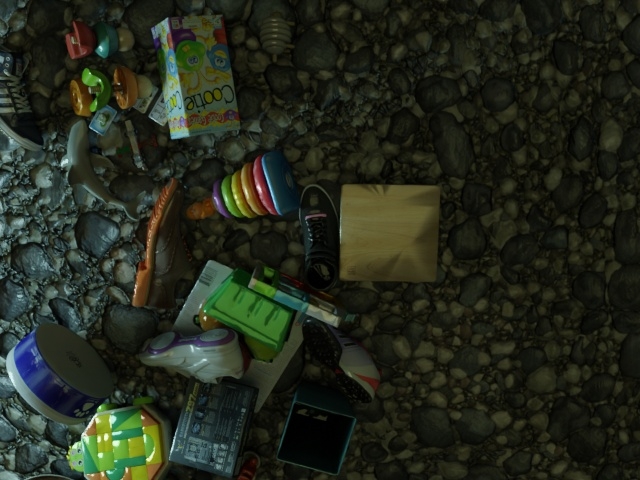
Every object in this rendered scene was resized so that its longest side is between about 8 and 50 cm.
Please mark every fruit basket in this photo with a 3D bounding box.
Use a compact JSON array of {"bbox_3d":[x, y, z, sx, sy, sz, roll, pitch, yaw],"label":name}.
[{"bbox_3d":[-0.230,0.261,1.794,0.327,0.165,0.353,29,114,-5],"label":"fruit basket"}]

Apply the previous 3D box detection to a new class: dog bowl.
[{"bbox_3d":[-0.673,0.344,1.720,0.104,0.265,0.265,-43,98,4],"label":"dog bowl"}]

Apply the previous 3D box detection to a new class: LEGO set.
[{"bbox_3d":[-0.498,-0.304,1.733,0.182,0.060,0.244,32,97,6],"label":"LEGO set"}]

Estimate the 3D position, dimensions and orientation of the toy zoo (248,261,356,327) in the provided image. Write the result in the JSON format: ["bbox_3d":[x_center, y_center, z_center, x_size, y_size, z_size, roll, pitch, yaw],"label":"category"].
[{"bbox_3d":[-0.044,0.148,1.735,0.293,0.192,0.030,25,99,-6],"label":"toy zoo"}]

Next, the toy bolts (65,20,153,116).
[{"bbox_3d":[-0.537,-0.431,1.669,0.158,0.218,0.228,-14,92,-35],"label":"toy bolts"}]

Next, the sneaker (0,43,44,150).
[{"bbox_3d":[-0.775,-0.373,1.677,0.153,0.099,0.282,-40,95,7],"label":"sneaker"}]

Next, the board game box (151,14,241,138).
[{"bbox_3d":[-0.307,-0.401,1.634,0.144,0.142,0.275,-14,102,-28],"label":"board game box"}]

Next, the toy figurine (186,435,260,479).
[{"bbox_3d":[-0.285,0.592,1.839,0.209,0.148,0.213,-16,102,8],"label":"toy figurine"}]

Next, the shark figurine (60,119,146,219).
[{"bbox_3d":[-0.593,-0.150,1.704,0.166,0.116,0.278,-26,109,25],"label":"shark figurine"}]

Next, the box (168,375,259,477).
[{"bbox_3d":[-0.277,0.479,1.722,0.183,0.059,0.233,10,78,14],"label":"box"}]

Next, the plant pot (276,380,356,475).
[{"bbox_3d":[-0.012,0.480,1.772,0.165,0.234,0.166,17,98,-4],"label":"plant pot"}]

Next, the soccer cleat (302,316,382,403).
[{"bbox_3d":[0.062,0.299,1.775,0.108,0.116,0.318,-11,124,43],"label":"soccer cleat"}]

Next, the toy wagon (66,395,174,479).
[{"bbox_3d":[-0.562,0.580,1.809,0.344,0.068,0.267,-14,75,15],"label":"toy wagon"}]

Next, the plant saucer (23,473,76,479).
[{"bbox_3d":[-0.769,0.810,1.910,0.310,0.050,0.311,0,100,-2],"label":"plant saucer"}]

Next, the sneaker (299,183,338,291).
[{"bbox_3d":[0.000,0.000,1.733,0.104,0.147,0.296,-6,99,2],"label":"sneaker"}]

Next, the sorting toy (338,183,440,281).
[{"bbox_3d":[0.179,-0.025,1.761,0.257,0.089,0.255,1,100,-1],"label":"sorting toy"}]

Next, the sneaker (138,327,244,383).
[{"bbox_3d":[-0.334,0.311,1.693,0.305,0.114,0.152,-6,116,26],"label":"sneaker"}]

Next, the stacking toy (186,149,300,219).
[{"bbox_3d":[-0.218,-0.115,1.723,0.302,0.175,0.166,-16,93,16],"label":"stacking toy"}]

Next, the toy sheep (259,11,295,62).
[{"bbox_3d":[-0.112,-0.516,1.672,0.091,0.091,0.132,-1,82,-1],"label":"toy sheep"}]

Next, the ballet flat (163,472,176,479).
[{"bbox_3d":[-0.536,0.888,1.861,0.164,0.182,0.483,23,99,-6],"label":"ballet flat"}]

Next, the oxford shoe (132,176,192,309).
[{"bbox_3d":[-0.399,0.012,1.752,0.132,0.130,0.364,13,107,-17],"label":"oxford shoe"}]
